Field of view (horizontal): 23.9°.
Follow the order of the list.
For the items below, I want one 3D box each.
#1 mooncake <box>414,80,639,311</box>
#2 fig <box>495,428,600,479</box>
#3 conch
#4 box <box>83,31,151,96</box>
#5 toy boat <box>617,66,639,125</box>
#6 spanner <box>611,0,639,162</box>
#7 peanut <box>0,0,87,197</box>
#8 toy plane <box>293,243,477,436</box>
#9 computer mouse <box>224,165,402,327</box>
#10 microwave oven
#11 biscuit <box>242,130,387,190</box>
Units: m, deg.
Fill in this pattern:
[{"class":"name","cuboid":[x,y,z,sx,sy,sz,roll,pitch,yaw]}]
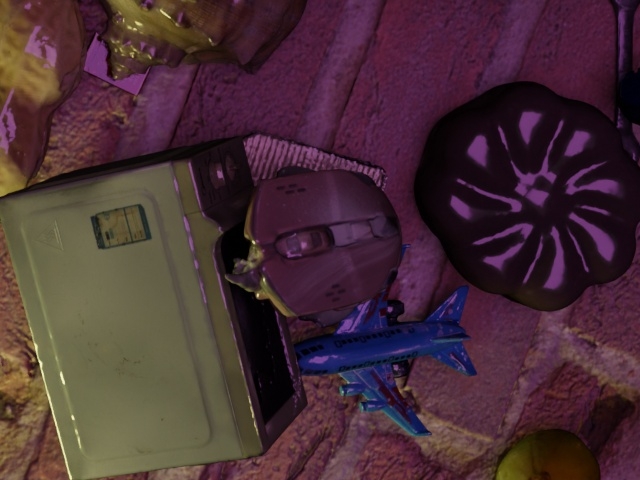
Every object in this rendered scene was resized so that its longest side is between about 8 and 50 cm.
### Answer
[{"class":"mooncake","cuboid":[0.275,-0.055,1.948,0.306,0.154,0.306,-1,98,-5]},{"class":"fig","cuboid":[0.304,0.321,2.019,0.153,0.121,0.136,-5,93,-34]},{"class":"conch","cuboid":[-0.126,-0.303,1.811,0.263,0.186,0.324,32,118,-35]},{"class":"box","cuboid":[-0.256,-0.220,1.892,0.082,0.023,0.051,25,90,-13]},{"class":"toy boat","cuboid":[0.537,-0.151,1.949,0.318,0.219,0.072,18,81,-15]},{"class":"spanner","cuboid":[0.407,-0.226,2.024,0.054,0.015,0.254,-2,97,-11]},{"class":"peanut","cuboid":[-0.360,-0.184,1.817,0.130,0.130,0.290,18,100,-13]},{"class":"toy plane","cuboid":[0.070,0.135,1.955,0.271,0.105,0.254,-7,97,-9]},{"class":"computer mouse","cuboid":[0.006,-0.002,1.764,0.115,0.389,0.199,-19,87,27]},{"class":"microwave oven","cuboid":[-0.192,0.076,1.813,0.286,0.218,0.355,-11,99,18]},{"class":"biscuit","cuboid":[-0.049,-0.057,1.939,0.250,0.046,0.147,15,95,-13]}]
